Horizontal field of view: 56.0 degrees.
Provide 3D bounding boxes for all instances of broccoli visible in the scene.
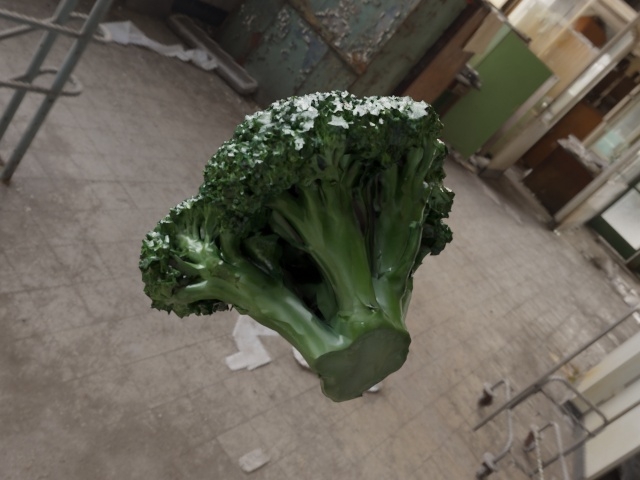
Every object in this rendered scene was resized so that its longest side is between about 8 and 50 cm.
[{"bbox_3d":[0.000,0.000,0.492,0.241,0.261,0.269,65,3,40],"label":"broccoli"}]
